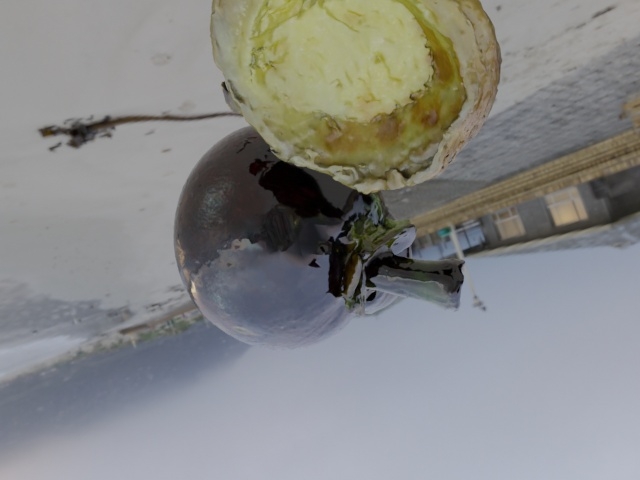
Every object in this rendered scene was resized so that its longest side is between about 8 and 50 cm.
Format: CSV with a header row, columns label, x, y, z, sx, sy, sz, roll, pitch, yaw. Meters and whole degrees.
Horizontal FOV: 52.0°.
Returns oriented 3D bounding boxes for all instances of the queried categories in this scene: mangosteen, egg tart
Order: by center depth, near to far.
label,x,y,z,sx,sy,sz,roll,pitch,yaw
egg tart,0.025,-0.131,0.473,0.212,0.213,0.090,-21,-147,36
mangosteen,0.000,0.000,0.637,0.289,0.232,0.231,8,-166,32
